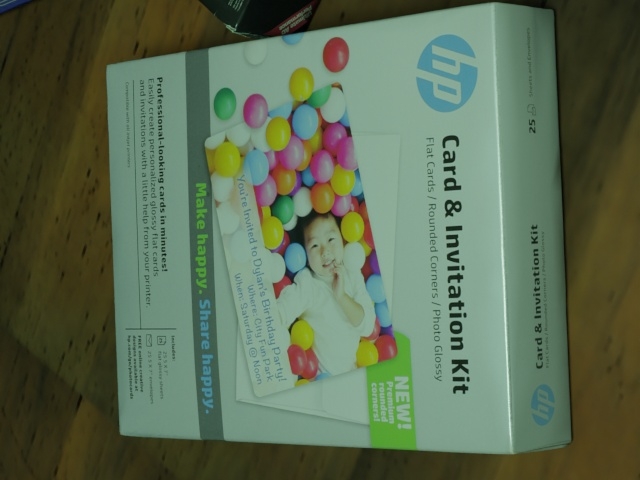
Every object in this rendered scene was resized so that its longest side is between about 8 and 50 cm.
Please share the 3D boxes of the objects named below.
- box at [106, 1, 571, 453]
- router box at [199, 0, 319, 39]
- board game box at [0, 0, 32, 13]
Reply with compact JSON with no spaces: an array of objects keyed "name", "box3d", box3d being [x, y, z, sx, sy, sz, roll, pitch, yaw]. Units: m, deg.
[{"name":"box","box3d":[0.000,0.000,0.619,0.186,0.038,0.145,-2,89,41]},{"name":"router box","box3d":[-0.021,-0.148,0.635,0.092,0.038,0.122,44,118,31]},{"name":"board game box","box3d":[-0.283,-0.158,0.698,0.232,0.291,0.141,-12,82,40]}]
